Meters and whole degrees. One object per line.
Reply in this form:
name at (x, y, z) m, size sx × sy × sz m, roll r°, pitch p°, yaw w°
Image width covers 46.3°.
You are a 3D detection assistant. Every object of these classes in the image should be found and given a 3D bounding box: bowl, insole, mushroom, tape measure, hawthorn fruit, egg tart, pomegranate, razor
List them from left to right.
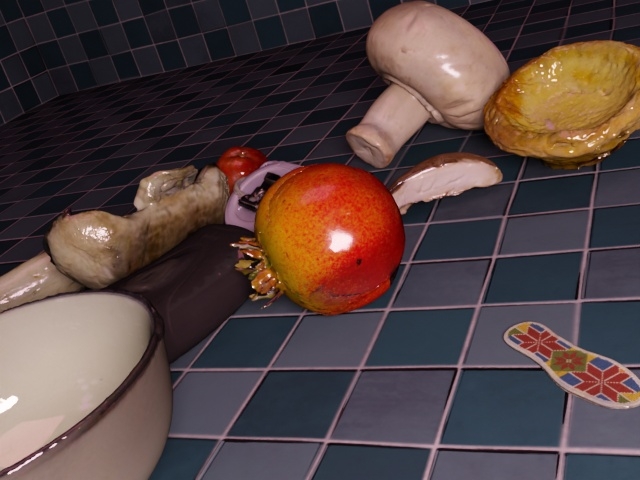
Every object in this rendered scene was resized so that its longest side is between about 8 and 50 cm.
bowl at (-0.303, 0.217, 0.774) m, size 0.353 × 0.185 × 0.354 m, roll -14°, pitch 24°, yaw 7°
mushroom at (-0.464, 0.061, 1.313) m, size 0.333 × 0.107 × 0.087 m, roll -30°, pitch 64°, yaw -26°
mushroom at (-0.274, -0.016, 1.228) m, size 0.247 × 0.130 × 0.344 m, roll -46°, pitch -11°, yaw 32°
razor at (-0.232, 0.096, 1.071) m, size 0.349 × 0.114 × 0.204 m, roll -33°, pitch 28°, yaw -34°
hawthorn fruit at (-0.142, -0.111, 1.408) m, size 0.132 × 0.138 × 0.133 m, roll 3°, pitch 48°, yaw -3°
tape measure at (-0.073, -0.055, 1.248) m, size 0.196 × 0.105 × 0.178 m, roll 13°, pitch 62°, yaw 39°
pomegranate at (0.000, 0.000, 1.011) m, size 0.235 × 0.210 × 0.210 m, roll -24°, pitch 25°, yaw -15°
mushroom at (0.212, -0.331, 1.470) m, size 0.315 × 0.315 × 0.356 m, roll 7°, pitch 26°, yaw 42°
mushroom at (0.195, -0.103, 1.263) m, size 0.209 × 0.072 × 0.094 m, roll -16°, pitch 15°, yaw 4°
insole at (0.265, 0.129, 0.799) m, size 0.065 × 0.006 × 0.193 m, roll -24°, pitch 25°, yaw -15°
egg tart at (0.415, -0.211, 1.235) m, size 0.294 × 0.123 × 0.294 m, roll -21°, pitch 39°, yaw 18°
